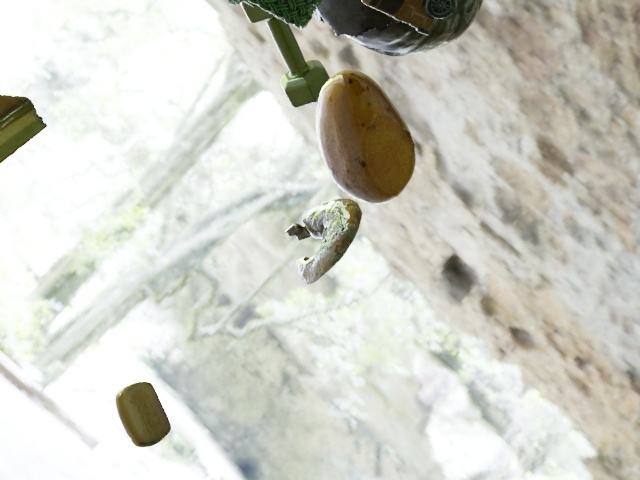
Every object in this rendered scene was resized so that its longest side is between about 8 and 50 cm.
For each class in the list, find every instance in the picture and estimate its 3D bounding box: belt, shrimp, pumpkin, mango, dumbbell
[{"bbox_3d":[-0.066,-0.296,1.218,0.121,0.079,0.151,20,20,-43],"label":"belt"},{"bbox_3d":[-0.003,-0.003,1.498,0.051,0.132,0.187,37,-13,-17],"label":"shrimp"},{"bbox_3d":[0.113,-0.430,1.571,0.320,0.320,0.192,45,-34,-23],"label":"pumpkin"},{"bbox_3d":[0.076,-0.206,2.021,0.191,0.160,0.290,38,-26,48],"label":"mango"},{"bbox_3d":[-0.076,-0.442,2.340,0.302,0.108,0.121,63,1,-34],"label":"dumbbell"}]

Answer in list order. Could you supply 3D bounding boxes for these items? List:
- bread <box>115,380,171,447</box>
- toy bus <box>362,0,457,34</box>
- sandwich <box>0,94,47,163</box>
[{"bbox_3d":[-0.316,0.306,1.846,0.056,0.082,0.115,-30,-91,51],"label":"bread"},{"bbox_3d":[0.128,-0.346,1.173,0.114,0.201,0.098,19,42,-21],"label":"toy bus"},{"bbox_3d":[-0.657,-0.189,2.100,0.144,0.187,0.117,7,-26,14],"label":"sandwich"}]
